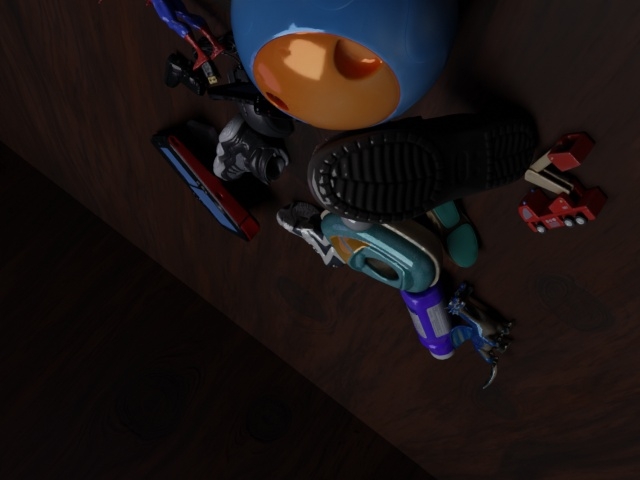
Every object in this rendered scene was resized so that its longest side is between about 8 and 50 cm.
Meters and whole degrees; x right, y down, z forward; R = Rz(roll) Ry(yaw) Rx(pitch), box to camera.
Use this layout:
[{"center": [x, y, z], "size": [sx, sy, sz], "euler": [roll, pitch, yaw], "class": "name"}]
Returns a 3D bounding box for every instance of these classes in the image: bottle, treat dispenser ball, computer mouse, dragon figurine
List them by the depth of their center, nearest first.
[{"center": [0.030, -0.286, 0.880], "size": [0.288, 0.288, 0.288], "euler": [33, 156, 16], "class": "treat dispenser ball"}, {"center": [-0.177, -0.310, 1.446], "size": [0.184, 0.060, 0.262], "euler": [15, 147, 43], "class": "computer mouse"}, {"center": [0.352, 0.211, 1.559], "size": [0.144, 0.085, 0.289], "euler": [28, 150, 30], "class": "dragon figurine"}, {"center": [0.259, 0.177, 1.608], "size": [0.118, 0.092, 0.282], "euler": [-108, -6, -46], "class": "bottle"}]

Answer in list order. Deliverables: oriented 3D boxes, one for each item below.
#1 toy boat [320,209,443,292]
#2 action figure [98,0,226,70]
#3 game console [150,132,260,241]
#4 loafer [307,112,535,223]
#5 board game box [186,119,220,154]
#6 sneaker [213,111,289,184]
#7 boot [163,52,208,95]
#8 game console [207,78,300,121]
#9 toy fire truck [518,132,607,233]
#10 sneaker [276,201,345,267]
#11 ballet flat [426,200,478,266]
[{"center": [0.100, -0.015, 1.296], "size": [0.268, 0.148, 0.318], "euler": [26, 155, 21], "class": "toy boat"}, {"center": [-0.322, -0.446, 1.326], "size": [0.139, 0.091, 0.280], "euler": [-24, 107, 42], "class": "action figure"}, {"center": [-0.321, -0.149, 1.851], "size": [0.342, 0.060, 0.386], "euler": [47, 171, -19], "class": "game console"}, {"center": [0.137, -0.114, 1.008], "size": [0.130, 0.366, 0.133], "euler": [37, 131, 56], "class": "loafer"}, {"center": [-0.290, -0.261, 1.759], "size": [0.090, 0.020, 0.090], "euler": [23, 153, 35], "class": "board game box"}, {"center": [-0.162, -0.179, 1.609], "size": [0.153, 0.101, 0.268], "euler": [37, 157, 4], "class": "sneaker"}, {"center": [-0.305, -0.364, 1.567], "size": [0.099, 0.045, 0.121], "euler": [36, 156, 1], "class": "boot"}, {"center": [-0.071, -0.252, 1.220], "size": [0.361, 0.213, 0.043], "euler": [18, 111, 40], "class": "game console"}, {"center": [0.361, -0.083, 1.058], "size": [0.135, 0.047, 0.192], "euler": [45, 158, -12], "class": "toy fire truck"}, {"center": [0.000, 0.000, 1.699], "size": [0.235, 0.094, 0.153], "euler": [13, 138, 29], "class": "sneaker"}, {"center": [0.246, -0.035, 1.320], "size": [0.206, 0.073, 0.067], "euler": [61, 177, -35], "class": "ballet flat"}]
